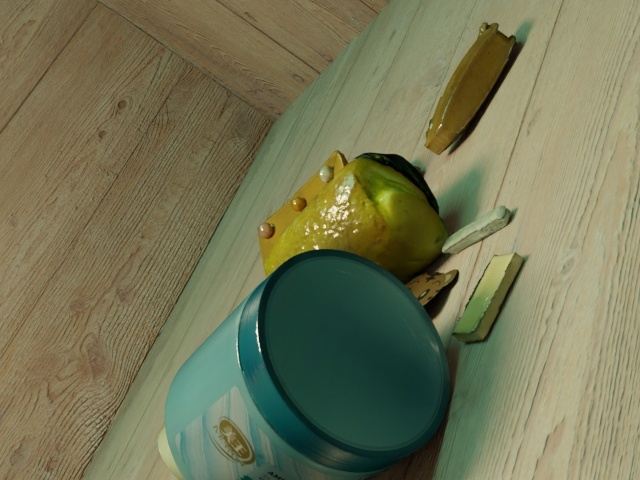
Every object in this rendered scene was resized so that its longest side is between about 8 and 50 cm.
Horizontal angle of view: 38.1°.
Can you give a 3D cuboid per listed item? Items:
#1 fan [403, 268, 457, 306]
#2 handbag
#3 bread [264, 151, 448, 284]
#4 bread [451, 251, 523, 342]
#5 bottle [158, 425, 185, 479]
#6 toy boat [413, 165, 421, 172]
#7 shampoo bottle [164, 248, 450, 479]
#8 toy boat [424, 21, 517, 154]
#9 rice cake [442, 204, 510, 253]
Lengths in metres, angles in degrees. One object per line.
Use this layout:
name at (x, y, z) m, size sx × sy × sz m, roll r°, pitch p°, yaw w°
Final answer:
fan at (0.137, 0.123, 1.626) m, size 0.226 × 0.008 × 0.152 m, roll -41°, pitch 15°, yaw -20°
handbag at (0.000, 0.000, 2.117) m, size 0.401 × 0.133 × 0.283 m, roll -39°, pitch 52°, yaw 46°
bread at (0.063, 0.002, 1.792) m, size 0.208 × 0.251 × 0.376 m, roll -15°, pitch -21°, yaw -46°
bread at (0.258, 0.086, 1.421) m, size 0.154 × 0.028 × 0.068 m, roll -60°, pitch 15°, yaw -18°
bottle at (-0.154, 0.330, 1.888) m, size 0.352 × 0.229 × 0.229 m, roll -53°, pitch 14°, yaw 13°
toy boat at (0.128, -0.124, 2.198) m, size 0.141 × 0.099 × 0.318 m, roll -16°, pitch -11°, yaw -33°
shampoo bottle at (-0.032, 0.235, 1.438) m, size 0.342 × 0.331 × 0.331 m, roll -43°, pitch 19°, yaw 45°
toy boat at (0.319, -0.330, 2.020) m, size 0.321 × 0.089 × 0.121 m, roll -60°, pitch 9°, yaw -8°
rice cake at (0.268, -0.015, 1.607) m, size 0.171 × 0.029 × 0.033 m, roll -35°, pitch 30°, yaw 54°
